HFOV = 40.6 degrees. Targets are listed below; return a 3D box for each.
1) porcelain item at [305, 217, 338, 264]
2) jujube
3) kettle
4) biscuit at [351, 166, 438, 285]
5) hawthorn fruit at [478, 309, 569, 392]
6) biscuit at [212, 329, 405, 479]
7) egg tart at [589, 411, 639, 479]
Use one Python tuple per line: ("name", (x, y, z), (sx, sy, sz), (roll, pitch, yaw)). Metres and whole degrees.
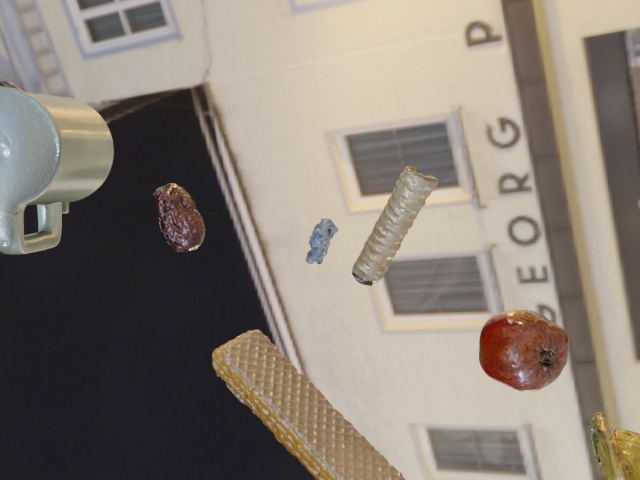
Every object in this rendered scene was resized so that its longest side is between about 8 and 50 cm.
("porcelain item", (0.000, 0.000, 1.238), (0.036, 0.028, 0.083), (-18, -35, -34))
("jujube", (-0.322, -0.053, 2.002), (0.104, 0.104, 0.165), (-4, -103, -62))
("kettle", (-0.515, -0.135, 1.526), (0.265, 0.205, 0.318), (-61, 3, 4))
("biscuit", (0.117, -0.020, 1.387), (0.055, 0.061, 0.219), (-68, 3, -61))
("hawthorn fruit", (0.469, 0.258, 2.080), (0.205, 0.253, 0.205), (-2, -85, -27))
("biscuit", (-0.015, 0.278, 1.275), (0.094, 0.379, 0.054), (-23, -35, -41))
("egg tart", (0.602, 0.470, 1.684), (0.288, 0.118, 0.288), (-16, -90, -80))
